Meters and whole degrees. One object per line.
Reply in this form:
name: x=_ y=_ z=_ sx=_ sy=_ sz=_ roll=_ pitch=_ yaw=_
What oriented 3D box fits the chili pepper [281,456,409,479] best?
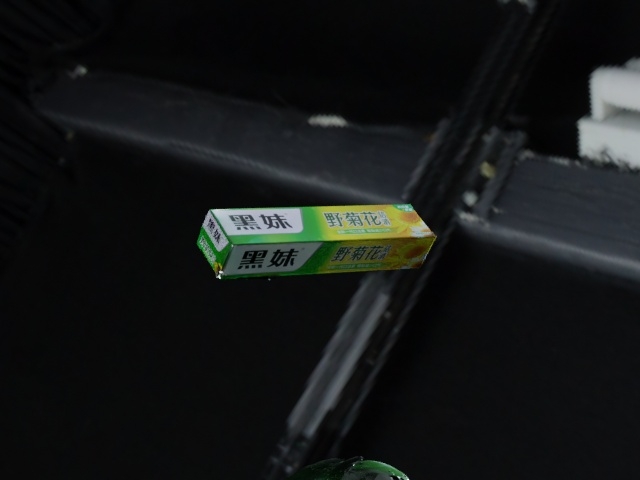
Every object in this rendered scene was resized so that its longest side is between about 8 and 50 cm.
chili pepper: x=-0.005 y=0.307 z=0.969 sx=0.257 sy=0.233 sz=0.248 roll=-37 pitch=-111 yaw=-15

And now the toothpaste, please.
toothpaste: x=0.000 y=0.000 z=0.949 sx=0.043 sy=0.179 sz=0.037 roll=58 pitch=-43 yaw=38
